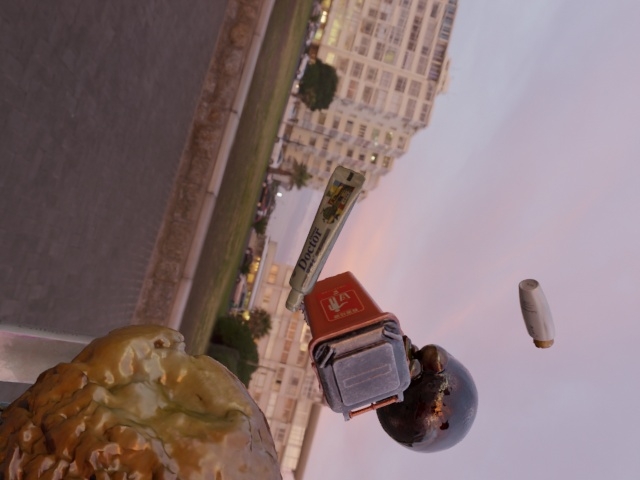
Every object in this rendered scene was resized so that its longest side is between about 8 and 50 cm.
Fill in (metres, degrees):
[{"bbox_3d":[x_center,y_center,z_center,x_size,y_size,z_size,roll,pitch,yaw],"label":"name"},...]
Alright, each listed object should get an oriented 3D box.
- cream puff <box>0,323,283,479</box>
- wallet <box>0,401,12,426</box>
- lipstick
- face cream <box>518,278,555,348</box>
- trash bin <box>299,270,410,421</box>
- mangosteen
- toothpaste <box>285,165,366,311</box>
[{"bbox_3d":[-0.190,0.247,0.462,0.327,0.231,0.343,-34,-113,41],"label":"cream puff"},{"bbox_3d":[-0.429,0.332,0.879,0.250,0.176,0.075,44,52,-59],"label":"wallet"},{"bbox_3d":[-0.379,0.156,0.696,0.066,0.317,0.068,11,-94,62],"label":"lipstick"},{"bbox_3d":[0.494,0.169,1.163,0.051,0.182,0.072,-38,-149,-21],"label":"face cream"},{"bbox_3d":[0.052,0.180,0.925,0.239,0.161,0.185,-119,-168,-63],"label":"trash bin"},{"bbox_3d":[0.293,0.439,1.490,0.306,0.347,0.307,-30,-169,6],"label":"mangosteen"},{"bbox_3d":[0.000,0.000,0.845,0.037,0.067,0.256,20,96,-55],"label":"toothpaste"}]
